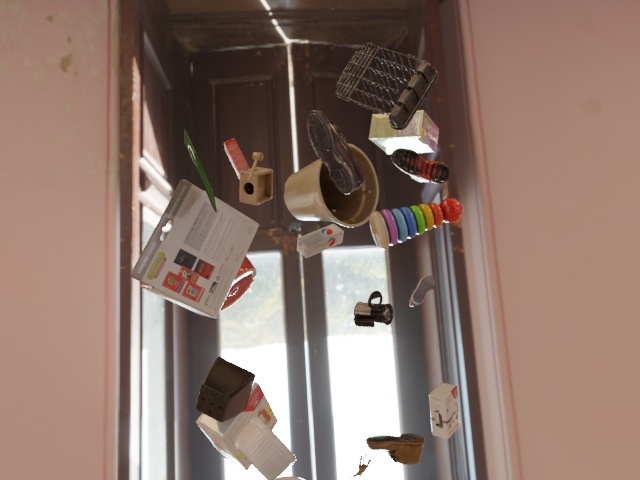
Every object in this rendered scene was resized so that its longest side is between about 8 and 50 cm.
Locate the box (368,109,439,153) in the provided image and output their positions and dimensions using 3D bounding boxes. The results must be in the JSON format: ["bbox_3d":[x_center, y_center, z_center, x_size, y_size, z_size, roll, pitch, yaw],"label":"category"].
[{"bbox_3d":[0.374,-0.477,2.049,0.243,0.117,0.213,6,173,33],"label":"box"}]

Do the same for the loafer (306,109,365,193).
[{"bbox_3d":[0.053,-0.302,1.554,0.095,0.303,0.109,-25,178,-41],"label":"loafer"}]

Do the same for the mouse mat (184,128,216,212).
[{"bbox_3d":[-0.300,-0.175,1.148,0.007,0.190,0.152,-20,-150,-5],"label":"mouse mat"}]

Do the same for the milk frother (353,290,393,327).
[{"bbox_3d":[0.189,0.256,1.765,0.134,0.143,0.129,-2,-174,40],"label":"milk frother"}]

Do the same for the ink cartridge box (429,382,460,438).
[{"bbox_3d":[0.390,0.531,1.436,0.056,0.135,0.099,-1,-170,39],"label":"ink cartridge box"}]

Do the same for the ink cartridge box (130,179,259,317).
[{"bbox_3d":[-0.368,0.024,1.318,0.272,0.309,0.130,34,158,-31],"label":"ink cartridge box"}]

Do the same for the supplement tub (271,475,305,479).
[{"bbox_3d":[-0.079,0.885,1.422,0.235,0.235,0.325,-5,142,7],"label":"supplement tub"}]

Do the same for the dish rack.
[{"bbox_3d":[0.184,-0.469,1.368,0.271,0.208,0.074,33,-179,32],"label":"dish rack"}]

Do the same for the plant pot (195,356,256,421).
[{"bbox_3d":[-0.400,0.619,1.868,0.187,0.188,0.167,22,-163,11],"label":"plant pot"}]

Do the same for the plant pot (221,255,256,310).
[{"bbox_3d":[-0.371,0.094,1.575,0.275,0.243,0.275,-45,166,-15],"label":"plant pot"}]

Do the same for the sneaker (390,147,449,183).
[{"bbox_3d":[0.392,-0.304,1.899,0.276,0.098,0.135,16,179,-24],"label":"sneaker"}]

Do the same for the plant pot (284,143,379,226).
[{"bbox_3d":[0.019,-0.205,1.916,0.333,0.334,0.305,3,173,-40],"label":"plant pot"}]

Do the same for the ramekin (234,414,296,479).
[{"bbox_3d":[-0.192,0.698,1.531,0.109,0.207,0.207,-42,-170,-25],"label":"ramekin"}]

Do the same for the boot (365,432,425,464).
[{"bbox_3d":[0.305,0.849,1.858,0.305,0.115,0.112,17,167,-33],"label":"boot"}]

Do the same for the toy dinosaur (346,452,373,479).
[{"bbox_3d":[0.170,0.924,1.863,0.053,0.093,0.183,20,178,26],"label":"toy dinosaur"}]

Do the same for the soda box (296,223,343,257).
[{"bbox_3d":[0.000,0.000,2.039,0.216,0.069,0.074,-23,-135,-34],"label":"soda box"}]

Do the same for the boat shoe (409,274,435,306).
[{"bbox_3d":[0.431,0.217,1.982,0.183,0.066,0.066,-39,169,-39],"label":"boat shoe"}]

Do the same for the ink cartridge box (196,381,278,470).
[{"bbox_3d":[-0.368,0.839,2.125,0.160,0.279,0.385,17,141,27],"label":"ink cartridge box"}]

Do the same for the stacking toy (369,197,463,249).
[{"bbox_3d":[0.347,-0.076,1.624,0.330,0.141,0.141,-16,173,-5],"label":"stacking toy"}]

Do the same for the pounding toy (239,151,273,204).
[{"bbox_3d":[-0.274,-0.254,1.837,0.094,0.206,0.181,13,-158,22],"label":"pounding toy"}]

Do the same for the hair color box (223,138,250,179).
[{"bbox_3d":[-0.351,-0.337,1.954,0.053,0.167,0.093,-25,173,-12],"label":"hair color box"}]
